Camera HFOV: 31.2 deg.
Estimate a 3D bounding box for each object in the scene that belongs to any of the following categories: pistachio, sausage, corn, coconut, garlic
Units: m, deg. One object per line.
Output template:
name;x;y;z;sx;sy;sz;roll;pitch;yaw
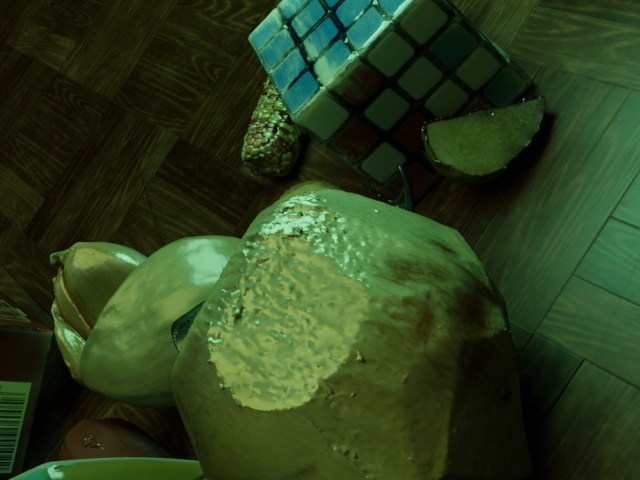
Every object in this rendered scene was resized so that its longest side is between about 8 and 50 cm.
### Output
pistachio;-0.206;0.129;1.679;0.332;0.226;0.208;-38;18;7
sausage;-0.281;0.349;1.650;0.280;0.152;0.152;24;81;54
corn;-0.054;-0.234;1.894;0.098;0.098;0.289;-11;52;42
coconut;0.058;0.150;1.272;0.415;0.415;0.344;-60;-1;-6
garlic;-0.347;0.105;1.894;0.217;0.228;0.110;-25;1;16

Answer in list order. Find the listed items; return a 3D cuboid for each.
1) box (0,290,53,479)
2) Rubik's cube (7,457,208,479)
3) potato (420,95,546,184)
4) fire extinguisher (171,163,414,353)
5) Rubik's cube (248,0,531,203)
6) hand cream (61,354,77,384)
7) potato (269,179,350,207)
box;-0.632;0.262;2.024;0.385;0.122;0.344;22;100;52
Rubik's cube;-0.269;0.470;1.317;0.351;0.347;0.352;-35;63;23
potato;0.226;-0.121;1.537;0.172;0.089;0.100;-16;68;-5
fire extinguisher;0.004;0.076;1.504;0.376;0.200;0.113;-35;31;12
Rubik's cube;0.092;-0.251;1.618;0.256;0.253;0.259;-45;40;14
hand cream;-0.372;0.140;1.993;0.235;0.055;0.086;-52;41;13
potato;-0.003;0.004;1.628;0.161;0.128;0.234;-39;48;20
